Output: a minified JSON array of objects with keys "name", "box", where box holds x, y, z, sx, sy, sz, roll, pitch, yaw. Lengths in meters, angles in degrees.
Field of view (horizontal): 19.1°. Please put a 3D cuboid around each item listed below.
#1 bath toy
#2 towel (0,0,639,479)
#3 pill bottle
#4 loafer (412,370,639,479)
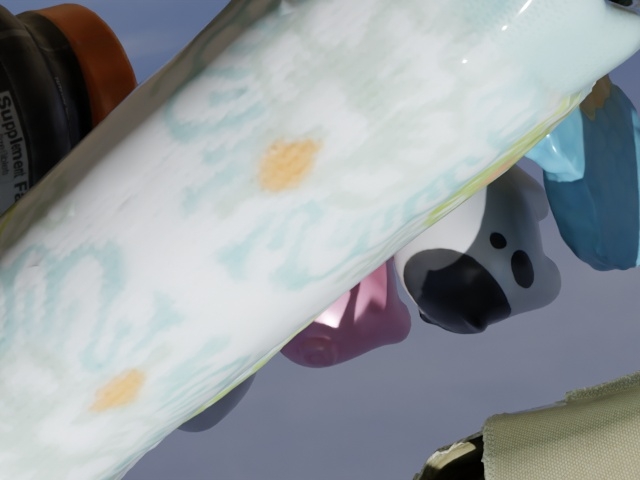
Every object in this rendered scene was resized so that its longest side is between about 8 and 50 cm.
[{"name":"bath toy","box":[0.000,0.000,1.025,0.348,0.151,0.129,-24,161,31]},{"name":"towel","box":[-0.018,-0.008,0.665,0.320,0.090,0.374,-43,177,17]},{"name":"pill bottle","box":[-0.199,-0.035,0.825,0.245,0.130,0.130,-21,-158,-36]},{"name":"loafer","box":[0.121,0.119,0.866,0.092,0.102,0.268,6,159,-22]}]
